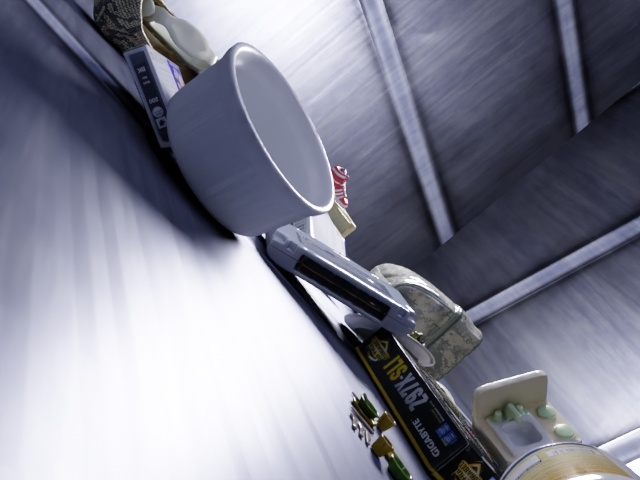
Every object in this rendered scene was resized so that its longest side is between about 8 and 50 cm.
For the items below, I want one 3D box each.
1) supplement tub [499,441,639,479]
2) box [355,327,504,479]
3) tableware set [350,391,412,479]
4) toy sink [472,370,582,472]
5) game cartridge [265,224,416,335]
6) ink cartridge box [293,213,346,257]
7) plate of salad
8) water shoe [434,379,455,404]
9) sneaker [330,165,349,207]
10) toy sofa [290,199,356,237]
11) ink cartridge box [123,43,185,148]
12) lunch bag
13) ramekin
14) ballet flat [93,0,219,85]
[{"bbox_3d":[0.334,0.386,0.813,0.228,0.228,0.316,51,4,12],"label":"supplement tub"},{"bbox_3d":[0.205,0.320,1.138,0.257,0.079,0.322,51,2,-32],"label":"box"},{"bbox_3d":[0.078,0.236,0.819,0.104,0.024,0.154,50,3,1],"label":"tableware set"},{"bbox_3d":[0.378,0.384,1.229,0.131,0.152,0.234,-125,-154,-59],"label":"toy sink"},{"bbox_3d":[0.029,0.061,1.225,0.297,0.062,0.198,31,3,-11],"label":"game cartridge"},{"bbox_3d":[0.000,0.000,1.519,0.223,0.045,0.224,-93,158,-50],"label":"ink cartridge box"},{"bbox_3d":[0.139,0.190,1.317,0.199,0.048,0.200,27,-21,11],"label":"plate of salad"},{"bbox_3d":[0.196,0.305,1.394,0.080,0.073,0.203,22,16,-41],"label":"water shoe"},{"bbox_3d":[0.051,-0.132,1.617,0.118,0.067,0.042,47,10,-40],"label":"sneaker"},{"bbox_3d":[-0.082,-0.131,1.648,0.362,0.150,0.177,47,8,-39],"label":"toy sofa"},{"bbox_3d":[-0.233,-0.194,1.076,0.206,0.045,0.208,-82,151,-85],"label":"ink cartridge box"},{"bbox_3d":[0.226,0.188,1.674,0.256,0.212,0.305,50,3,-7],"label":"lunch bag"},{"bbox_3d":[-0.104,-0.140,0.999,0.277,0.135,0.277,51,23,-33],"label":"ramekin"},{"bbox_3d":[-0.292,-0.390,1.495,0.182,0.164,0.483,7,-20,31],"label":"ballet flat"}]
